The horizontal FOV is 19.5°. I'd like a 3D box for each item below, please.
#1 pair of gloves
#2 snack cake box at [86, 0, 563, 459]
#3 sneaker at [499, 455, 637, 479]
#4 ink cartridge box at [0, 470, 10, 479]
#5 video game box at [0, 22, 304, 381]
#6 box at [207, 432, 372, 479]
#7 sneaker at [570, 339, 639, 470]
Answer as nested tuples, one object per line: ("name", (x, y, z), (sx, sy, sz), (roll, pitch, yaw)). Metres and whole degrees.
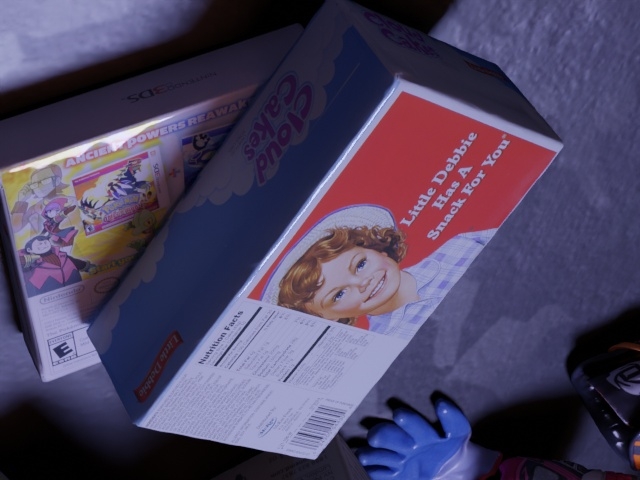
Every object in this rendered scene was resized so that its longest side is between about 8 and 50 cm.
("pair of gloves", (0.049, 0.203, 1.463), (0.198, 0.023, 0.159), (-45, 139, 13))
("snack cake box", (0.000, 0.000, 1.102), (0.152, 0.089, 0.264), (18, 118, -43))
("sneaker", (0.164, 0.265, 1.546), (0.112, 0.121, 0.299), (17, 139, -3))
("ink cartridge box", (-0.297, 0.302, 1.301), (0.303, 0.072, 0.307), (-32, 139, -1))
("video game box", (-0.092, -0.020, 1.124), (0.205, 0.048, 0.187), (-20, 141, -16))
("box", (0.020, 0.296, 1.292), (0.121, 0.311, 0.148), (-27, 132, 5))
("sneaker", (0.300, 0.078, 1.422), (0.180, 0.125, 0.321), (-15, 137, -22))
